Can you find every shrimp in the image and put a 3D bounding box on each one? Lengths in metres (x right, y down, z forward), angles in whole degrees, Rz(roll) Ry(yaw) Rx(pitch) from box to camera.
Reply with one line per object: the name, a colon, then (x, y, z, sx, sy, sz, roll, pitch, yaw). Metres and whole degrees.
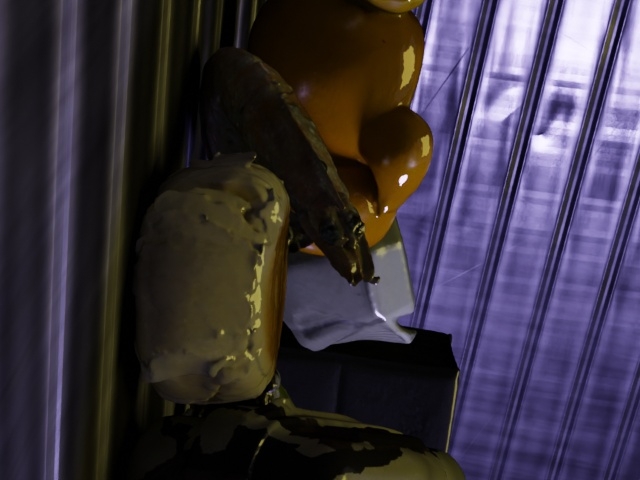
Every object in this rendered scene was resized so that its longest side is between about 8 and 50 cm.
shrimp: (-0.029, -0.038, 1.082, 0.223, 0.047, 0.126, 56, -34, 33)

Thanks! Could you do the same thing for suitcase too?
suitcase: (0.000, 0.289, 1.088, 0.339, 0.194, 0.351, 19, 77, -62)

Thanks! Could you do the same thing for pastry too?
pastry: (-0.067, 0.025, 0.990, 0.166, 0.088, 0.166, 4, 90, -87)

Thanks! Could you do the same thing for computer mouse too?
computer mouse: (-0.003, 0.001, 1.639, 0.429, 0.145, 0.228, -137, -151, -85)

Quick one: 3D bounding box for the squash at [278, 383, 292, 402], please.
squash: (-0.067, 0.187, 1.446, 0.252, 0.093, 0.169, 89, 10, -79)

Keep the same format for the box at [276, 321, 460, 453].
box: (0.023, 0.207, 1.824, 0.345, 0.251, 0.204, -59, 156, -86)

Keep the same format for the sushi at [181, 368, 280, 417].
sushi: (-0.078, 0.170, 1.280, 0.090, 0.078, 0.150, 114, -17, -75)

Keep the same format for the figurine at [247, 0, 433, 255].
figurine: (0.007, -0.106, 1.294, 0.215, 0.215, 0.228, 77, 33, -84)
